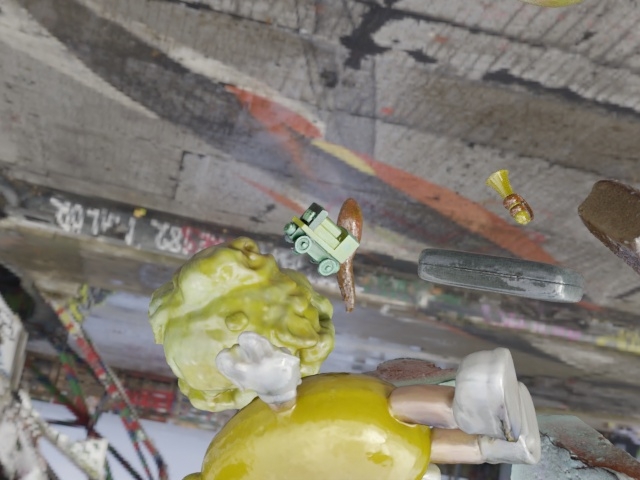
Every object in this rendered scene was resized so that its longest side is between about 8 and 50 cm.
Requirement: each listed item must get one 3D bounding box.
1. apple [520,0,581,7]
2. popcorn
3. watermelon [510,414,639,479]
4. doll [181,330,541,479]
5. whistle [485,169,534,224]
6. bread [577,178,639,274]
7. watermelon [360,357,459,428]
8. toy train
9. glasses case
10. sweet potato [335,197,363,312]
[{"bbox_3d":[0.316,-0.409,1.124,0.207,0.188,0.174,37,148,21],"label":"apple"},{"bbox_3d":[-0.126,0.145,1.457,0.312,0.312,0.312,9,164,2],"label":"popcorn"},{"bbox_3d":[0.426,0.401,1.212,0.289,0.320,0.214,12,147,-1],"label":"watermelon"},{"bbox_3d":[0.044,0.219,0.963,0.423,0.161,0.348,4,135,-2],"label":"doll"},{"bbox_3d":[0.347,-0.071,1.545,0.046,0.109,0.057,-32,157,9],"label":"whistle"},{"bbox_3d":[0.624,0.037,1.497,0.416,0.113,0.165,32,-174,-35],"label":"bread"},{"bbox_3d":[0.143,0.322,1.701,0.261,0.213,0.201,1,-155,-13],"label":"watermelon"},{"bbox_3d":[0.000,0.000,1.286,0.122,0.081,0.050,43,-178,-36],"label":"toy train"},{"bbox_3d":[0.354,0.068,1.699,0.323,0.074,0.131,8,180,36],"label":"glasses case"},{"bbox_3d":[0.050,0.030,1.554,0.050,0.214,0.050,3,-174,0],"label":"sweet potato"}]
